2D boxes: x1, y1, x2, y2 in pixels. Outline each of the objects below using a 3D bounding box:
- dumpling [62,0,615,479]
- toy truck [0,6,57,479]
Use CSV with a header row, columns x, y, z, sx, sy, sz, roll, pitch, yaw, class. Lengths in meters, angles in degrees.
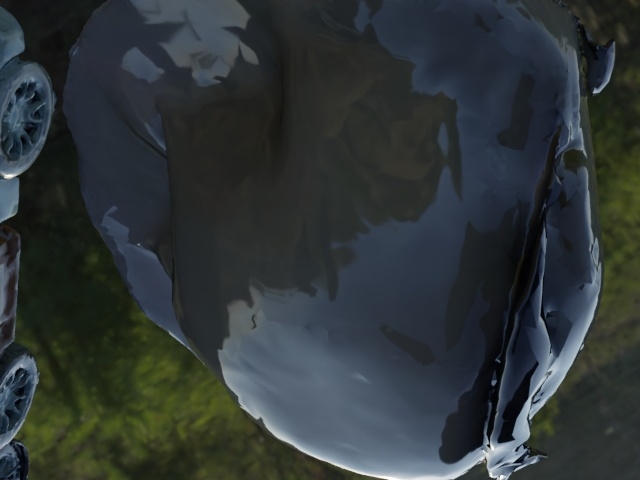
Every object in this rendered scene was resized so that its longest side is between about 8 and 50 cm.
x,y,z,sx,sy,sz,roll,pitch,yaw,class
0.008,0.013,0.478,0.204,0.163,0.293,-4,143,-8,dumpling
-0.220,0.043,0.547,0.162,0.136,0.305,-50,153,-61,toy truck
